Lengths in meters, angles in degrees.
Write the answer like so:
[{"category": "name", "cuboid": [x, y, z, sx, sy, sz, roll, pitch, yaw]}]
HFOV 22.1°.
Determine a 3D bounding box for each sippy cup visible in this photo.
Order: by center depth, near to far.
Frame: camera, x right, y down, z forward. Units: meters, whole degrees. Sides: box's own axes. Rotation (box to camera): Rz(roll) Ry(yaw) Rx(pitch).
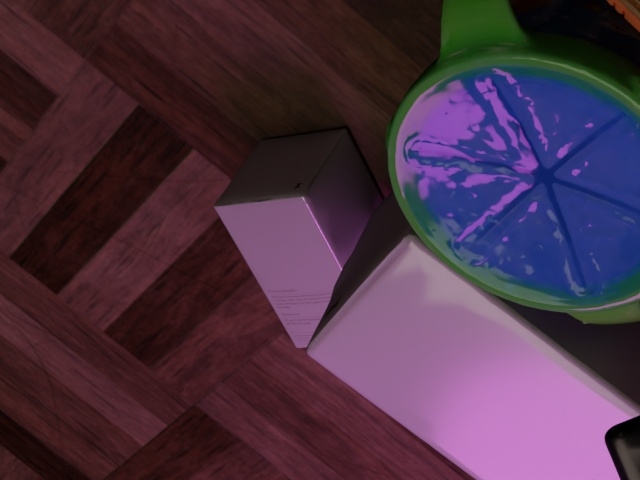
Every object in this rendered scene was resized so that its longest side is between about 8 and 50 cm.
[{"category": "sippy cup", "cuboid": [0.196, -0.102, 1.235, 0.240, 0.224, 0.305, 22, 135, 12]}]

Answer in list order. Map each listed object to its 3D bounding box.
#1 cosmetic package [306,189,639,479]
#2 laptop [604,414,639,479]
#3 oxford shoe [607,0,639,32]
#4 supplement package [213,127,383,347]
[{"category": "cosmetic package", "cuboid": [0.235, 0.120, 1.406, 0.453, 0.230, 0.161, 36, 125, -6]}, {"category": "laptop", "cuboid": [0.452, 0.226, 1.265, 0.382, 0.236, 0.407, -23, 99, 4]}, {"category": "oxford shoe", "cuboid": [0.265, -0.188, 1.079, 0.132, 0.130, 0.363, -58, 47, 46]}, {"category": "supplement package", "cuboid": [0.000, 0.000, 1.534, 0.105, 0.105, 0.179, -5, 127, 35]}]
